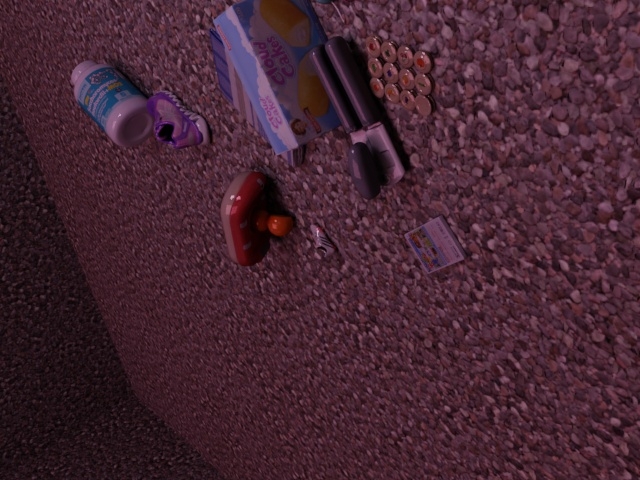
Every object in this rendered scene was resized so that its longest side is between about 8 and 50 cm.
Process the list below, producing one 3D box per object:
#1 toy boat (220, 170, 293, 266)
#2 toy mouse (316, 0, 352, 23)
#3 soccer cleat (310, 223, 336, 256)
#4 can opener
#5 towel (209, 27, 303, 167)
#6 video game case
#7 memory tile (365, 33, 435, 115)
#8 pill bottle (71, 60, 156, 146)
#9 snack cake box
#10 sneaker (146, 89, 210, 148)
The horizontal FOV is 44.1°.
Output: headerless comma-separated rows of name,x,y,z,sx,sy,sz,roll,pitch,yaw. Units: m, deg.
toy boat,-0.135,-0.048,1.816,0.151,0.151,0.231,8,130,18
toy mouse,0.018,-0.422,1.298,0.161,0.031,0.143,28,139,43
soccer cleat,0.000,0.000,1.721,0.083,0.036,0.029,52,151,12
can opener,0.062,-0.211,1.361,0.074,0.093,0.280,-17,103,36
towel,-0.129,-0.296,1.630,0.285,0.034,0.209,47,160,25
video game case,0.207,0.009,1.430,0.087,0.011,0.122,58,151,0
memory tile,0.129,-0.269,1.289,0.148,0.012,0.113,30,141,41
pill bottle,-0.569,-0.381,2.142,0.264,0.146,0.146,43,148,26
snack cake box,-0.058,-0.305,1.404,0.089,0.152,0.264,-9,110,59
sneaker,-0.380,-0.296,1.970,0.236,0.105,0.095,37,146,36
